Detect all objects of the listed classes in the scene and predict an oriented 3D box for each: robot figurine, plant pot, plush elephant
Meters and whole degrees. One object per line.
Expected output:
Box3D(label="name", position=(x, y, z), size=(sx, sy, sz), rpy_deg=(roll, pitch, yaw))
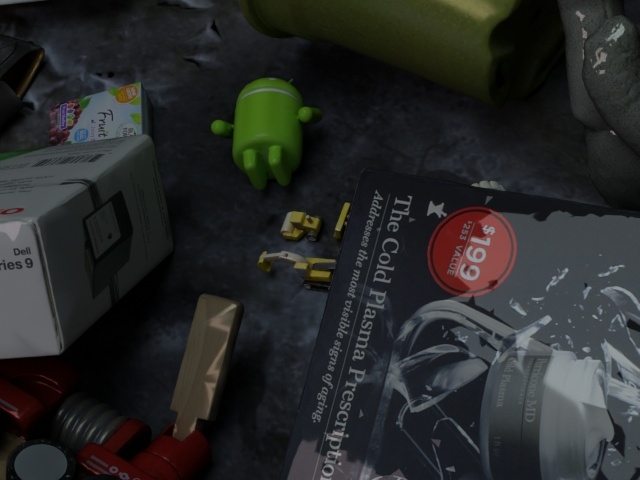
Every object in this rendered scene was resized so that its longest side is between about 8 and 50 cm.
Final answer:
Box3D(label="robot figurine", position=(-0.049, -0.105, 1.707), size=(0.101, 0.067, 0.115), rpy_deg=(-9, 53, 16))
Box3D(label="plant pot", position=(0.107, -0.256, 1.662), size=(0.254, 0.276, 0.276), rpy_deg=(32, 71, 22))
Box3D(label="plush elephant", position=(0.345, -0.100, 1.444), size=(0.255, 0.272, 0.330), rpy_deg=(0, 83, 35))

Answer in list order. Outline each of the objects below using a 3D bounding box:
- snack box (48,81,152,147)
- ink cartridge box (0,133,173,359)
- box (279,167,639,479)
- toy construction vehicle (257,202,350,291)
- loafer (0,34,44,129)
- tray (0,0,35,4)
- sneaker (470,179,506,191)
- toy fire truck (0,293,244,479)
Box3D(label="snack box", position=(-0.216, -0.083, 1.770), size=(0.100, 0.037, 0.141), rpy_deg=(-13, 52, 9))
Box3D(label="ink cartridge box", position=(-0.279, 0.006, 1.581), size=(0.211, 0.122, 0.289), rpy_deg=(-5, 15, 16))
Box3D(label="box", position=(0.156, 0.149, 1.316), size=(0.312, 0.179, 0.343), rpy_deg=(10, 79, 25))
Box3D(label="toy construction vehicle", position=(0.000, 0.000, 1.634), size=(0.098, 0.035, 0.086), rpy_deg=(10, 59, 26))
Box3D(label="loafer", position=(-0.335, -0.144, 1.845), size=(0.061, 0.062, 0.170), rpy_deg=(4, 58, 17))
Box3D(label="tray", position=(-0.327, -0.303, 1.951), size=(0.270, 0.030, 0.145), rpy_deg=(-4, 39, 17))
Box3D(label="sneaker", position=(0.107, 0.013, 1.570), size=(0.162, 0.063, 0.073), rpy_deg=(-33, 55, -5))
Box3D(label="toy fire truck", position=(-0.184, 0.151, 1.532), size=(0.217, 0.158, 0.246), rpy_deg=(28, 46, 20))
